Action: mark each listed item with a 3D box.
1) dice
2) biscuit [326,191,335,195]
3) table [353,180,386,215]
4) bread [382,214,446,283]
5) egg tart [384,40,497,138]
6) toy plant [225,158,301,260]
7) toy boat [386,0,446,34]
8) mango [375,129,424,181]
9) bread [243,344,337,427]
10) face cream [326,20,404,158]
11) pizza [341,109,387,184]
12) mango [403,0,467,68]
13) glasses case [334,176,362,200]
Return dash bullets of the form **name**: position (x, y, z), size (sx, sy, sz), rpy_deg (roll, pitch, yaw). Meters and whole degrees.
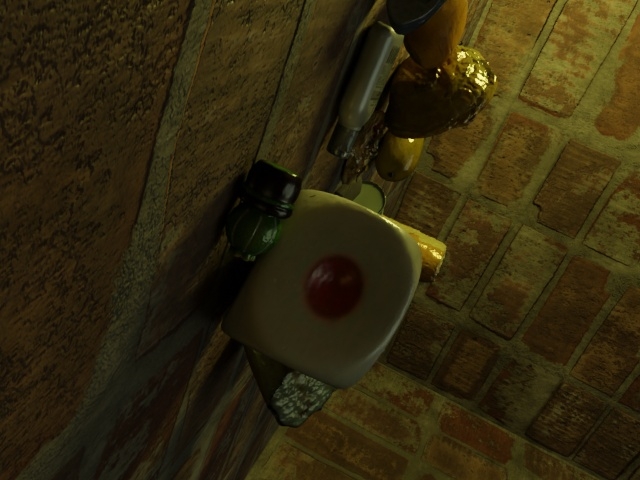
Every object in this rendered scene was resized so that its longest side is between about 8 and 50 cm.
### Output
- **dice**: position (-0.001, 0.093, 1.245), size (0.304, 0.277, 0.304), rpy_deg (-64, -175, -9)
- **biscuit**: position (0.010, -0.054, 1.742), size (0.152, 0.020, 0.152), rpy_deg (-38, 135, -52)
- **table**: position (0.138, -0.092, 2.138), size (0.126, 0.126, 0.220), rpy_deg (-60, 171, -19)
- **bread**: position (0.275, 0.025, 2.450), size (0.236, 0.375, 0.165), rpy_deg (-49, 161, -68)
- **egg tart**: position (0.315, -0.421, 1.804), size (0.351, 0.339, 0.153), rpy_deg (-41, 126, -4)
- **toy plant**: position (-0.096, -0.044, 1.061), size (0.162, 0.093, 0.093), rpy_deg (-64, 171, 8)
- **toy boat**: position (0.206, -0.525, 1.290), size (0.283, 0.127, 0.078), rpy_deg (-63, 177, -10)
- **mango**: position (0.281, -0.320, 2.251), size (0.331, 0.142, 0.195), rpy_deg (-57, 174, -48)
- **bread**: position (-0.044, 0.225, 1.589), size (0.395, 0.264, 0.239), rpy_deg (-39, 141, -24)
- **face cream**: position (0.091, -0.316, 1.405), size (0.291, 0.071, 0.144), rpy_deg (-67, 169, 21)
- **pizza**: position (0.125, -0.254, 1.788), size (0.226, 0.069, 0.147), rpy_deg (-63, 173, -2)
- **mango**: position (0.276, -0.541, 1.590), size (0.359, 0.144, 0.187), rpy_deg (75, 40, -73)
- **glasses case**: position (0.077, -0.138, 1.942), size (0.190, 0.042, 0.072), rpy_deg (-47, 153, -60)
